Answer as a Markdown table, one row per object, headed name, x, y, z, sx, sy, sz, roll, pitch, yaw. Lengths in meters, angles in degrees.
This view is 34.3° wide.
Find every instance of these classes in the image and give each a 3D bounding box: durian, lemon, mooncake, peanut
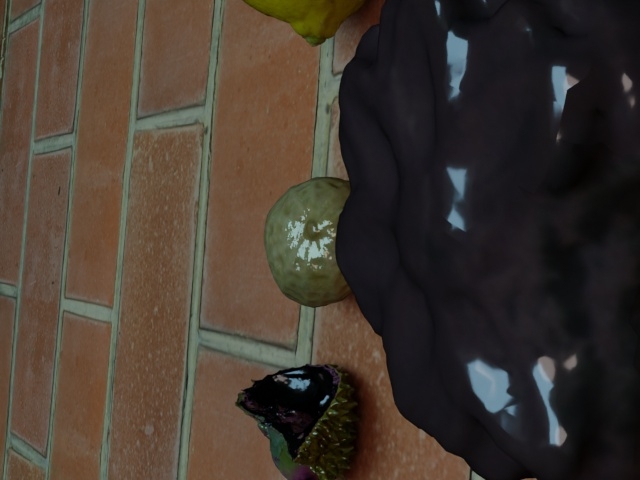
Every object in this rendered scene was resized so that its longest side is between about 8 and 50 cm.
| name | x | y | z | sx | sy | sz | roll | pitch | yaw |
| --- | --- | --- | --- | --- | --- | --- | --- | --- | --- |
| durian | -0.004 | 0.208 | 1.138 | 0.187 | 0.119 | 0.108 | 22 | 142 | 62 |
| lemon | -0.025 | -0.331 | 1.141 | 0.187 | 0.187 | 0.244 | -40 | 60 | 50 |
| mooncake | 0.149 | -0.023 | 0.702 | 0.350 | 0.212 | 0.381 | -152 | 54 | -63 |
| peanut | 0.000 | 0.000 | 1.120 | 0.159 | 0.109 | 0.140 | -37 | 68 | 56 |
